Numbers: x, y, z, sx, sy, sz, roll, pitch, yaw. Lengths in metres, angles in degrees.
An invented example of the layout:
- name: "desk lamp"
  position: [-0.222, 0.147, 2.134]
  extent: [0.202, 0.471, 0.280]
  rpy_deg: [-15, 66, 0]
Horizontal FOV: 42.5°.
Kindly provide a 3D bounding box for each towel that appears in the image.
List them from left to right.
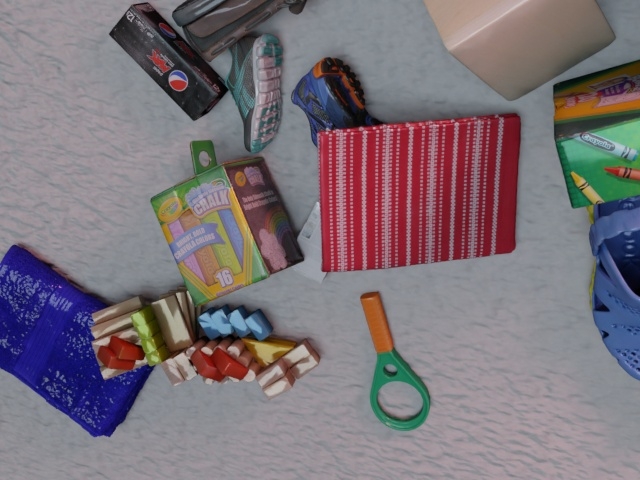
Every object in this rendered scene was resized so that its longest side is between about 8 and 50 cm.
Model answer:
- name: "towel"
  position: [-0.435, 0.177, 1.363]
  extent: [0.308, 0.076, 0.227]
  rpy_deg: [33, 116, 1]
- name: "towel"
  position: [0.132, -0.061, 1.075]
  extent: [0.275, 0.031, 0.199]
  rpy_deg: [-6, 112, -9]

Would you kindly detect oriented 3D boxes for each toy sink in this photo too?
- name: "toy sink"
  position: [0.226, -0.279, 0.953]
  extent: [0.153, 0.234, 0.131]
  rpy_deg: [-29, 71, 25]

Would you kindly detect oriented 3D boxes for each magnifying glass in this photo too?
- name: "magnifying glass"
  position: [0.104, 0.186, 1.245]
  extent: [0.092, 0.026, 0.231]
  rpy_deg: [-11, 109, 20]

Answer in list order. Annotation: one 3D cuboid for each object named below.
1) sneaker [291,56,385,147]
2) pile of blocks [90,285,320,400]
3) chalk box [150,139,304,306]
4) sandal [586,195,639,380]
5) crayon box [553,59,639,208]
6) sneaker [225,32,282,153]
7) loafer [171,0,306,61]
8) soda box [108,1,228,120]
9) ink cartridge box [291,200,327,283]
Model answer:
- name: "sneaker"
  position: [0.038, -0.138, 1.114]
  extent: [0.087, 0.083, 0.221]
  rpy_deg: [-18, 107, 42]
- name: "pile of blocks"
  position: [-0.183, 0.153, 1.238]
  extent: [0.362, 0.112, 0.149]
  rpy_deg: [4, 96, 4]
- name: "chalk box"
  position: [-0.138, -0.037, 1.155]
  extent: [0.132, 0.132, 0.213]
  rpy_deg: [-23, 90, 23]
- name: "sandal"
  position: [0.401, 0.050, 1.046]
  extent: [0.126, 0.138, 0.317]
  rpy_deg: [-14, 108, 18]
- name: "crayon box"
  position: [0.349, -0.132, 0.908]
  extent: [0.165, 0.278, 0.081]
  rpy_deg: [-14, 107, 20]
- name: "sneaker"
  position: [-0.097, -0.205, 1.135]
  extent: [0.076, 0.065, 0.166]
  rpy_deg: [16, 112, 27]
- name: "loafer"
  position: [-0.059, -0.317, 1.057]
  extent: [0.267, 0.096, 0.084]
  rpy_deg: [-20, 116, 19]
- name: "soda box"
  position: [-0.209, -0.249, 1.144]
  extent: [0.169, 0.053, 0.060]
  rpy_deg: [46, 116, -4]
- name: "ink cartridge box"
  position: [0.000, 0.000, 1.197]
  extent: [0.063, 0.029, 0.115]
  rpy_deg: [29, 115, 4]
